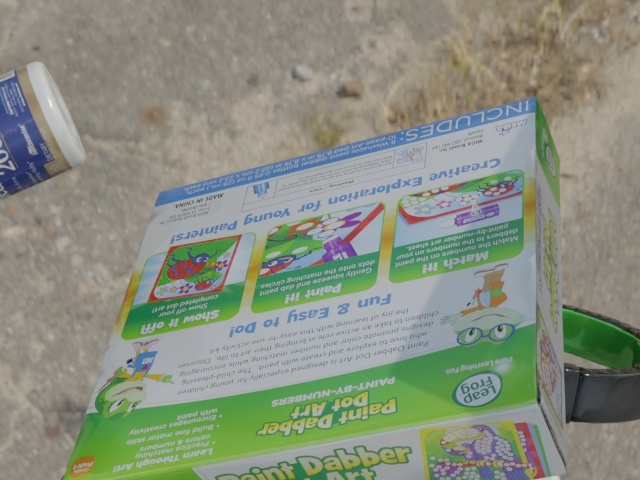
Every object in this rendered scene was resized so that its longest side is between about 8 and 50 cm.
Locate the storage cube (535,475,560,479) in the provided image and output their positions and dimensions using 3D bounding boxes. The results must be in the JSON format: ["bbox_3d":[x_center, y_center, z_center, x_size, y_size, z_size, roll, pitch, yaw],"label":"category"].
[{"bbox_3d":[0.174,0.328,1.725,0.215,0.193,0.183,-5,69,-46],"label":"storage cube"}]

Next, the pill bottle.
[{"bbox_3d":[-0.204,-0.052,0.797,0.120,0.067,0.067,-24,59,-3],"label":"pill bottle"}]

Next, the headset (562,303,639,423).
[{"bbox_3d":[0.119,0.118,1.270,0.394,0.243,0.185,9,102,-4],"label":"headset"}]

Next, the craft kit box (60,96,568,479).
[{"bbox_3d":[0.006,0.038,0.741,0.250,0.061,0.246,-13,34,19],"label":"craft kit box"}]
